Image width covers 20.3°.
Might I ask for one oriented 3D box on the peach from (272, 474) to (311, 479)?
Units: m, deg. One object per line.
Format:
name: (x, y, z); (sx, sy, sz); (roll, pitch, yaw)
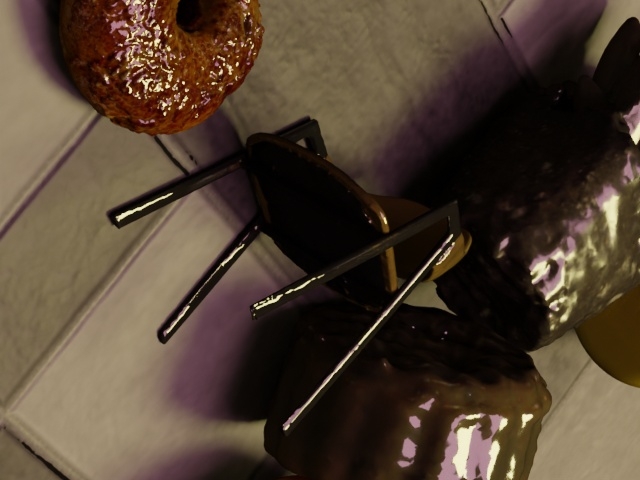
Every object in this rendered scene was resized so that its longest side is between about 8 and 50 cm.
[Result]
peach: (0.001, 0.345, 1.454); (0.245, 0.274, 0.249); (-39, 144, -10)

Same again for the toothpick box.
toothpick box: (0.388, 0.053, 1.802); (0.271, 0.175, 0.175); (-3, 114, -51)

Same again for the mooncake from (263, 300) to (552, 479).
mooncake: (0.072, 0.129, 1.455); (0.228, 0.228, 0.124); (-2, 106, -48)

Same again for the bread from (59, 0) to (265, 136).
bread: (-0.100, -0.159, 1.219); (0.193, 0.064, 0.193); (-28, 130, -39)

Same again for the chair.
chair: (0.000, 0.000, 1.348); (0.247, 0.158, 0.172); (-41, 140, -23)

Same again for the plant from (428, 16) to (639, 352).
plant: (0.237, -0.060, 1.560); (0.320, 0.181, 0.194); (-42, 132, -26)
